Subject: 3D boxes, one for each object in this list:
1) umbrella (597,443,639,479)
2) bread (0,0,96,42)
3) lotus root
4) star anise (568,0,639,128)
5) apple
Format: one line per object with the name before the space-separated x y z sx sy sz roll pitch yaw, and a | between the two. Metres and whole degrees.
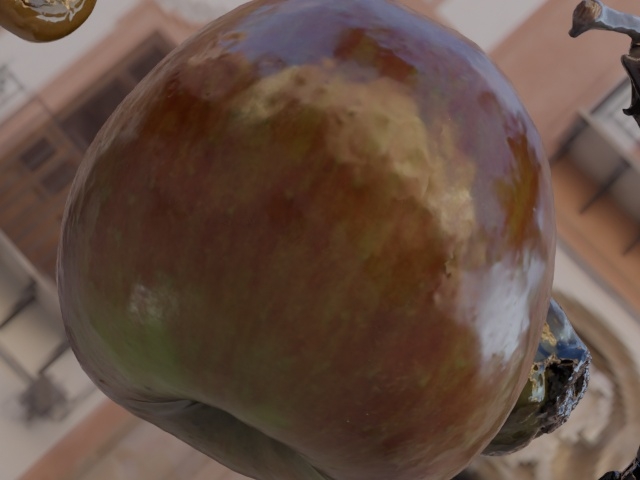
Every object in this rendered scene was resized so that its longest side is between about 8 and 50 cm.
umbrella | 0.223 0.132 1.119 0.059 0.236 0.066 36 21 6
bread | -0.180 -0.160 0.909 0.092 0.074 0.239 39 -4 -33
lotus root | 0.084 0.085 1.248 0.214 0.138 0.138 2 -39 19
star anise | 0.229 -0.041 0.963 0.262 0.081 0.230 53 14 -19
apple | 0.000 0.000 0.987 0.277 0.250 0.309 30 -21 -18
